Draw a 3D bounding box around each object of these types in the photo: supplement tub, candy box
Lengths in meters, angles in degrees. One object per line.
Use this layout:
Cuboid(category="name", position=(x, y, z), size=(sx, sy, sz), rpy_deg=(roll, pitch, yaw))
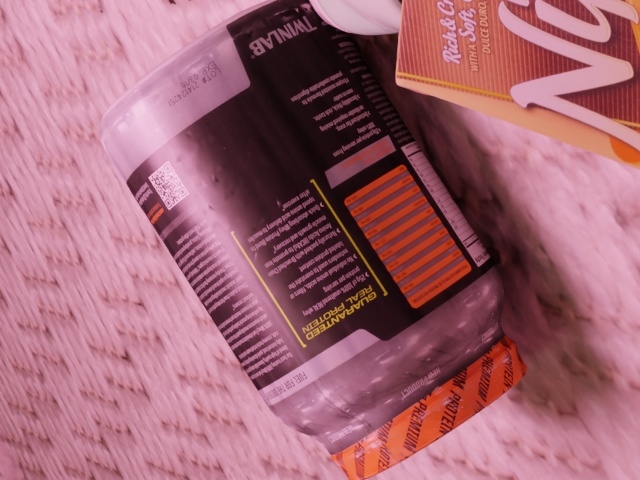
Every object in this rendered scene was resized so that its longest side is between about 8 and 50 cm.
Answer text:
Cuboid(category="supplement tub", position=(0.000, 0.000, 1.193), size=(0.316, 0.193, 0.193), rpy_deg=(58, 155, 2))
Cuboid(category="candy box", position=(0.142, -0.179, 0.786), size=(0.183, 0.087, 0.316), rpy_deg=(21, 144, 15))

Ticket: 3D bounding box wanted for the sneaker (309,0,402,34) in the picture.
Cuboid(category="sneaker", position=(0.011, -0.238, 1.016), size=(0.256, 0.094, 0.151), rpy_deg=(58, 163, -24))
